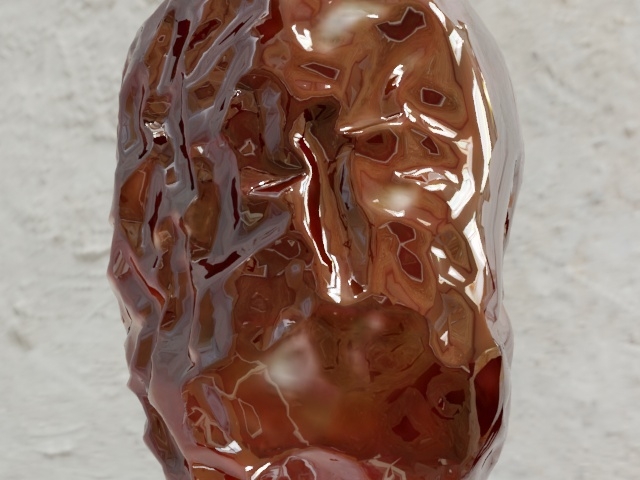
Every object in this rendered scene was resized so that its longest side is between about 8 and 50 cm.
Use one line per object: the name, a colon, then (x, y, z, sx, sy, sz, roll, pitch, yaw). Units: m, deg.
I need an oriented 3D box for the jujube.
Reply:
jujube: (0.000, 0.000, 0.657, 0.155, 0.155, 0.230, 10, 49, -16)
